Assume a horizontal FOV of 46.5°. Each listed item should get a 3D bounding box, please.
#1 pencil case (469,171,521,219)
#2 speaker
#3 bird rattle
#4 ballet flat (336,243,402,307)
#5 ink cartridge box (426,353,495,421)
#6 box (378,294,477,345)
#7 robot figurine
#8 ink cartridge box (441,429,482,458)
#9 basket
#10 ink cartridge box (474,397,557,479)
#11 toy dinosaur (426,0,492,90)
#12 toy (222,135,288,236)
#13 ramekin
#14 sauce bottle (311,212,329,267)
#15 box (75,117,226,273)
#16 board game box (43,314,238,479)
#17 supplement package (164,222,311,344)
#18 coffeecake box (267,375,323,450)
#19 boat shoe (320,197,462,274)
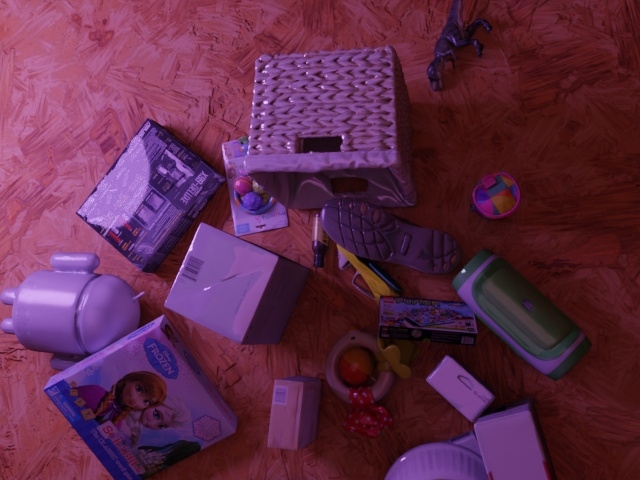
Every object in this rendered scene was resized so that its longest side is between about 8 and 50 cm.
[{"bbox_3d":[0.369,-0.091,1.580,0.104,0.236,0.104,0,91,9],"label":"pencil case"},{"bbox_3d":[0.424,0.155,1.585,0.296,0.131,0.131,44,94,15],"label":"speaker"},{"bbox_3d":[0.105,0.306,1.669,0.207,0.143,0.253,34,105,27],"label":"bird rattle"},{"bbox_3d":[0.089,0.059,1.708,0.077,0.077,0.231,-45,76,18],"label":"ballet flat"},{"bbox_3d":[0.297,0.307,1.569,0.127,0.175,0.072,42,93,15],"label":"ink cartridge box"},{"bbox_3d":[0.229,0.173,1.616,0.207,0.114,0.036,4,121,2],"label":"box"},{"bbox_3d":[-0.587,0.176,1.787,0.353,0.200,0.300,2,99,14],"label":"robot figurine"},{"bbox_3d":[0.306,0.521,1.618,0.145,0.045,0.179,-25,94,9],"label":"ink cartridge box"},{"bbox_3d":[0.038,-0.229,1.632,0.328,0.331,0.266,-1,77,13],"label":"basket"},{"bbox_3d":[0.395,0.432,1.481,0.114,0.273,0.197,-17,79,15],"label":"ink cartridge box"},{"bbox_3d":[0.328,-0.476,1.727,0.118,0.064,0.268,14,83,22],"label":"toy dinosaur"},{"bbox_3d":[-0.167,-0.140,1.802,0.137,0.056,0.237,-11,80,13],"label":"toy"},{"bbox_3d":[0.253,0.569,1.542,0.273,0.127,0.272,0,94,7],"label":"ramekin"},{"bbox_3d":[0.000,0.000,1.752,0.042,0.042,0.128,1,85,14],"label":"sauce bottle"},{"bbox_3d":[-0.422,-0.111,1.849,0.242,0.076,0.307,38,93,15],"label":"box"},{"bbox_3d":[-0.408,0.378,1.714,0.318,0.066,0.318,-30,106,8],"label":"board game box"},{"bbox_3d":[-0.176,0.104,1.664,0.198,0.263,0.199,23,88,16],"label":"supplement package"},{"bbox_3d":[-0.052,0.375,1.639,0.068,0.185,0.142,4,83,14],"label":"coffeecake box"},{"bbox_3d":[0.152,-0.004,1.664,0.324,0.116,0.123,23,92,5],"label":"boat shoe"}]
